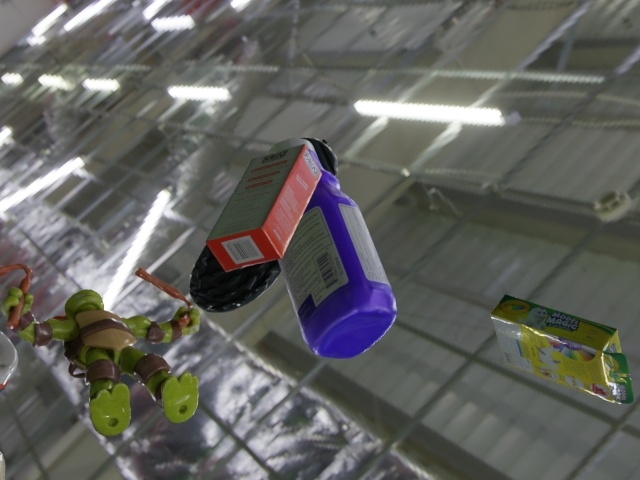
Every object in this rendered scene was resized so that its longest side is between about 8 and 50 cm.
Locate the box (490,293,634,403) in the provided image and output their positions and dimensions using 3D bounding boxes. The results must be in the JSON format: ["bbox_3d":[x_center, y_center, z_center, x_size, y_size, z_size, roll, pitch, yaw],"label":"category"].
[{"bbox_3d":[0.303,0.135,1.288,0.179,0.105,0.043,20,-123,39],"label":"box"}]

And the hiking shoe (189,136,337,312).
[{"bbox_3d":[-0.074,-0.016,1.545,0.304,0.113,0.132,-50,179,6],"label":"hiking shoe"}]

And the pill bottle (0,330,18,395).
[{"bbox_3d":[-0.421,0.184,1.148,0.194,0.108,0.108,-56,-162,19],"label":"pill bottle"}]

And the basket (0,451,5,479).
[{"bbox_3d":[-0.289,0.170,0.257,0.331,0.266,0.329,1,-106,15],"label":"basket"}]

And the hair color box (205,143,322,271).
[{"bbox_3d":[-0.055,-0.034,1.052,0.072,0.043,0.141,-13,-146,30],"label":"hair color box"}]

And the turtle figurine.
[{"bbox_3d":[-0.226,0.107,1.049,0.217,0.269,0.087,45,-62,48],"label":"turtle figurine"}]

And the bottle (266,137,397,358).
[{"bbox_3d":[0.000,0.000,1.255,0.118,0.092,0.283,-49,-134,34],"label":"bottle"}]
